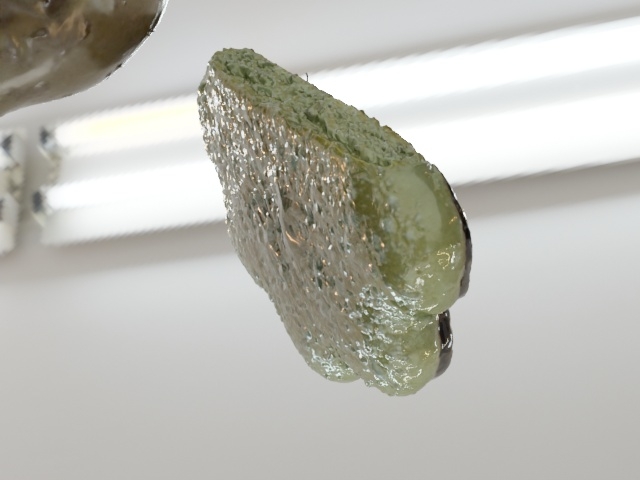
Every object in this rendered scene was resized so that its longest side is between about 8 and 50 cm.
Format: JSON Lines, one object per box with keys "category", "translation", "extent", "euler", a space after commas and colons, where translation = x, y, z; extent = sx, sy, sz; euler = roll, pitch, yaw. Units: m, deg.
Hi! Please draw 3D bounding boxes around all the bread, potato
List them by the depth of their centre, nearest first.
{"category": "potato", "translation": [-0.211, -0.136, 0.755], "extent": [0.262, 0.165, 0.165], "euler": [-24, -126, -12]}
{"category": "bread", "translation": [0.000, 0.000, 0.859], "extent": [0.056, 0.207, 0.286], "euler": [-20, -152, -22]}
